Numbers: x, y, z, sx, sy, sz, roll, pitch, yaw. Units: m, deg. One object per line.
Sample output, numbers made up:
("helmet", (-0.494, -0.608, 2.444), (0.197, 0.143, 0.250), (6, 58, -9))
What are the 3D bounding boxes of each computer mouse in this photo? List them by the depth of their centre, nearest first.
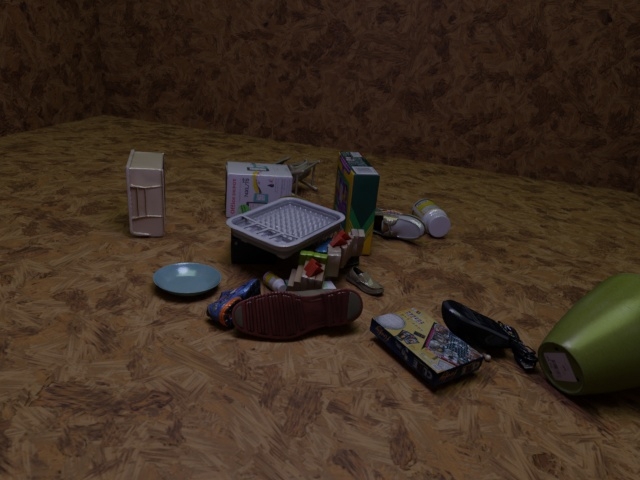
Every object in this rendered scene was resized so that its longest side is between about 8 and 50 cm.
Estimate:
("computer mouse", (0.432, 0.251, 1.286), (0.272, 0.072, 0.188), (27, 17, -8))

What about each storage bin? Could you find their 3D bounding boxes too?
("storage bin", (-0.640, -0.177, 1.771), (0.123, 0.260, 0.262), (-1, 23, -18))

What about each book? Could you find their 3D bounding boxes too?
("book", (-0.034, 0.147, 1.479), (0.144, 0.035, 0.096), (-2, 22, -15))

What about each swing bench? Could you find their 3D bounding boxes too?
("swing bench", (-0.164, -0.324, 2.407), (0.254, 0.165, 0.253), (13, 23, 15))

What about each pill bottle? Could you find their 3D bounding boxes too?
("pill bottle", (-0.138, 0.130, 1.464), (0.043, 0.043, 0.083), (-10, 28, -36))
("pill bottle", (0.491, -0.099, 2.119), (0.119, 0.119, 0.208), (3, 23, -10))

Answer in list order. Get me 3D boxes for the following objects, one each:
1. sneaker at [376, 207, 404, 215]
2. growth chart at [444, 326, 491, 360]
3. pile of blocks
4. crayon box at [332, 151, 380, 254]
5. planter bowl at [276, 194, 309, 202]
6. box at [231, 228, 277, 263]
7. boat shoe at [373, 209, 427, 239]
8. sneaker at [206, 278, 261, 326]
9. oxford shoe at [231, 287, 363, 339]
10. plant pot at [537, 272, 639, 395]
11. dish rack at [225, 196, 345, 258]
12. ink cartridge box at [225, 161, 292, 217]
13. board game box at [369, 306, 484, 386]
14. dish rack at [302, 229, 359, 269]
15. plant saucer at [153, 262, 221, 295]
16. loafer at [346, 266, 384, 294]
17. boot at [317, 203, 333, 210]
("sneaker", (0.296, -0.105, 2.127), (0.214, 0.084, 0.083), (14, 18, 19))
("growth chart", (0.316, 0.279, 1.273), (0.237, 0.021, 0.172), (1, 24, -16))
("pile of blocks", (0.021, 0.032, 1.507), (0.149, 0.113, 0.362), (24, 38, 23))
("crayon box", (0.131, -0.157, 1.890), (0.106, 0.313, 0.363), (1, 23, -7))
("planter bowl", (-0.103, -0.059, 1.824), (0.217, 0.090, 0.217), (17, 52, -23))
("box", (-0.233, 0.009, 1.664), (0.156, 0.093, 0.158), (2, 22, -11))
("boat shoe", (0.291, -0.058, 1.985), (0.302, 0.113, 0.103), (12, 21, 41))
("sneaker", (-0.234, 0.159, 1.322), (0.087, 0.083, 0.221), (7, 17, 22))
("oxford shoe", (-0.067, 0.193, 1.289), (0.348, 0.123, 0.130), (-1, -3, -16))
("plant pot", (0.698, 0.260, 1.181), (0.293, 0.275, 0.275), (-20, 31, -19))
("dish rack", (-0.110, -0.043, 1.578), (0.285, 0.072, 0.333), (21, 33, 34))
("ink cartridge box", (-0.274, -0.217, 2.065), (0.270, 0.198, 0.197), (1, 24, -13))
("board game box", (0.265, 0.261, 1.218), (0.165, 0.042, 0.243), (-8, 28, -32))
("dish rack", (0.000, 0.000, 1.719), (0.208, 0.074, 0.271), (-9, 40, -37))
("plant saucer", (-0.392, 0.122, 1.413), (0.195, 0.037, 0.195), (7, 23, -3))
("loafer", (0.143, 0.129, 1.545), (0.148, 0.050, 0.056), (25, 28, 37))
("boot", (-0.004, -0.118, 2.064), (0.152, 0.073, 0.197), (-13, 27, -32))
